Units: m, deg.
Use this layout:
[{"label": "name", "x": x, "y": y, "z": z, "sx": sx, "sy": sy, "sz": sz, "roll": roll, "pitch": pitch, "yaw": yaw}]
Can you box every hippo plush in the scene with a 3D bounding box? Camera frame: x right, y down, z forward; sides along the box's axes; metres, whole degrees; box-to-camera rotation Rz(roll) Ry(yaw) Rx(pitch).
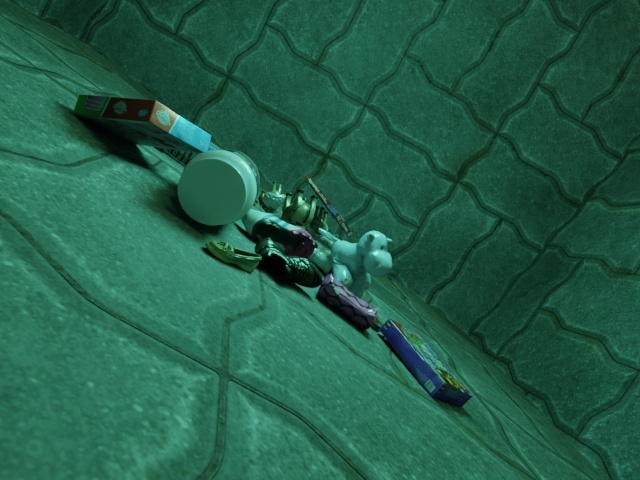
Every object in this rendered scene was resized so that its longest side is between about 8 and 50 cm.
[{"label": "hippo plush", "x": 0.176, "y": 0.063, "z": 1.661, "sx": 0.234, "sy": 0.237, "sz": 0.294, "roll": 18, "pitch": 53, "yaw": -52}]

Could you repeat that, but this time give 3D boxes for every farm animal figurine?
[{"label": "farm animal figurine", "x": -0.103, "y": -0.095, "z": 1.782, "sx": 0.331, "sy": 0.172, "sz": 0.327, "roll": 15, "pitch": -11, "yaw": -15}]

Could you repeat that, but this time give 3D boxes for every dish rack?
[{"label": "dish rack", "x": -0.537, "y": -0.340, "z": 1.725, "sx": 0.272, "sy": 0.074, "sz": 0.208, "roll": 36, "pitch": 5, "yaw": -8}]

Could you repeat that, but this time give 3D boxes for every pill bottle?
[{"label": "pill bottle", "x": -0.286, "y": -0.160, "z": 1.242, "sx": 0.210, "sy": 0.210, "sz": 0.363, "roll": 37, "pitch": 6, "yaw": -12}]

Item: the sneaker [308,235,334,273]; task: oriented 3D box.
[{"label": "sneaker", "x": -0.014, "y": 0.026, "z": 1.828, "sx": 0.152, "sy": 0.114, "sz": 0.305, "roll": 37, "pitch": 7, "yaw": -19}]

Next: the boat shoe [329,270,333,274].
[{"label": "boat shoe", "x": 0.066, "y": 0.125, "z": 1.842, "sx": 0.049, "sy": 0.056, "sz": 0.152, "roll": 33, "pitch": 7, "yaw": -1}]

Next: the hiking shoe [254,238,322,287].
[{"label": "hiking shoe", "x": -0.091, "y": 0.090, "z": 1.221, "sx": 0.227, "sy": 0.086, "sz": 0.114, "roll": 30, "pitch": 23, "yaw": -20}]

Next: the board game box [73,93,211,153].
[{"label": "board game box", "x": -0.533, "y": -0.349, "z": 1.297, "sx": 0.317, "sy": 0.064, "sz": 0.242, "roll": 12, "pitch": -5, "yaw": 25}]

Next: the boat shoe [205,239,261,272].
[{"label": "boat shoe", "x": -0.211, "y": 0.030, "z": 1.046, "sx": 0.153, "sy": 0.048, "sz": 0.056, "roll": 33, "pitch": 8, "yaw": -39}]

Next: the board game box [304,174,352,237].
[{"label": "board game box", "x": 0.035, "y": -0.145, "z": 1.791, "sx": 0.281, "sy": 0.027, "sz": 0.145, "roll": 55, "pitch": 1, "yaw": 28}]

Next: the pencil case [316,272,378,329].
[{"label": "pencil case", "x": 0.088, "y": 0.194, "z": 1.347, "sx": 0.209, "sy": 0.095, "sz": 0.098, "roll": 35, "pitch": -28, "yaw": -6}]

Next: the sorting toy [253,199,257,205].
[{"label": "sorting toy", "x": -0.390, "y": -0.241, "z": 1.949, "sx": 0.132, "sy": 0.046, "sz": 0.274, "roll": 41, "pitch": 8, "yaw": 24}]

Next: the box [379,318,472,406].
[{"label": "box", "x": 0.337, "y": 0.393, "z": 1.390, "sx": 0.201, "sy": 0.057, "sz": 0.293, "roll": 33, "pitch": 12, "yaw": -40}]

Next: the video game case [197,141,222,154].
[{"label": "video game case", "x": -0.525, "y": -0.417, "z": 1.774, "sx": 0.270, "sy": 0.061, "sz": 0.244, "roll": 34, "pitch": 7, "yaw": -14}]

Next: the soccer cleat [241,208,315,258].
[{"label": "soccer cleat", "x": -0.145, "y": -0.032, "z": 1.527, "sx": 0.331, "sy": 0.116, "sz": 0.143, "roll": 30, "pitch": 11, "yaw": -50}]

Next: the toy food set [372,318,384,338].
[{"label": "toy food set", "x": 0.172, "y": 0.266, "z": 1.518, "sx": 0.192, "sy": 0.038, "sz": 0.132, "roll": 41, "pitch": 7, "yaw": 21}]

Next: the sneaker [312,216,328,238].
[{"label": "sneaker", "x": 0.000, "y": 0.000, "z": 2.180, "sx": 0.103, "sy": 0.111, "sz": 0.252, "roll": 26, "pitch": -27, "yaw": 50}]
